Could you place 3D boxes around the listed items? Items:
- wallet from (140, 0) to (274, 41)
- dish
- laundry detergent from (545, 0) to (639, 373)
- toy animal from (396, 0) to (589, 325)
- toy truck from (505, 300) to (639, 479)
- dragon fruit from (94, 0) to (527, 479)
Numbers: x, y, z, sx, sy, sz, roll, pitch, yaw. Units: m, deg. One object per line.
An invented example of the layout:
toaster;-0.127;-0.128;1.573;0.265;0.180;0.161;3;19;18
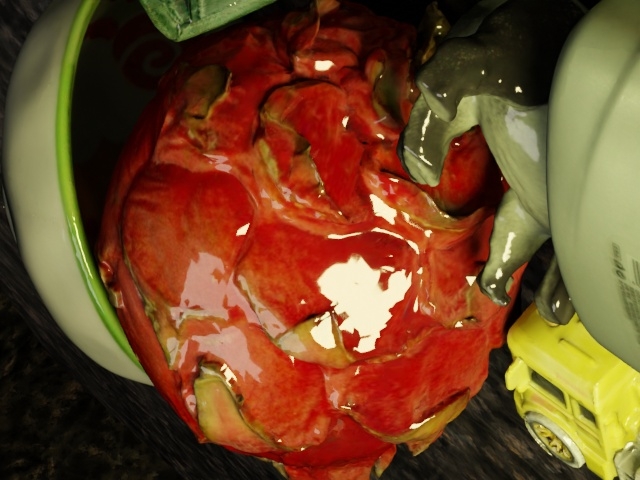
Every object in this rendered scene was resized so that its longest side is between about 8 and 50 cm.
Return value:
wallet;-0.068;-0.228;0.982;0.055;0.160;0.236;-105;-11;-46
dish;-0.144;-0.045;1.298;0.124;0.324;0.324;-6;135;26
laundry detergent;0.283;0.051;0.774;0.398;0.125;0.264;34;159;37
toy animal;0.127;-0.037;0.966;0.225;0.121;0.094;59;162;-24
toy truck;0.233;0.107;1.042;0.272;0.124;0.157;37;162;34
dragon fruit;0.000;0.000;1.132;0.277;0.277;0.342;41;127;22
